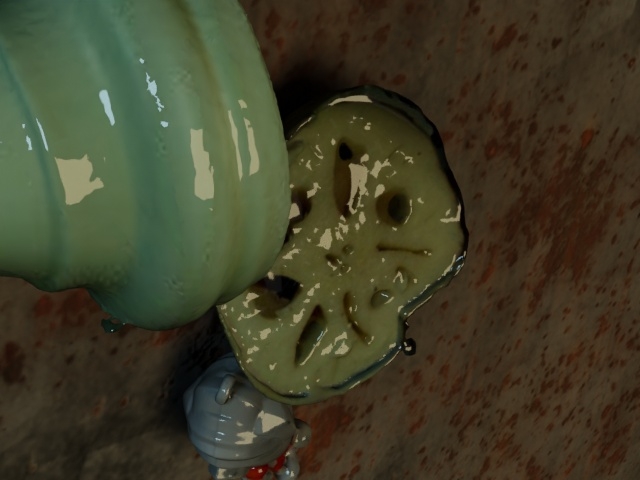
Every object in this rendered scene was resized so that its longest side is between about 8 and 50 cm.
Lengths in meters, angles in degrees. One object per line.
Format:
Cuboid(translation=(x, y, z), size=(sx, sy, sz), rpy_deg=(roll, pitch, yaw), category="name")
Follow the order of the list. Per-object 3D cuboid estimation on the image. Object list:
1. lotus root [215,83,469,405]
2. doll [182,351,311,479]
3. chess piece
Cuboid(translation=(-0.001, -0.003, 0.853), size=(0.183, 0.078, 0.203), rpy_deg=(-30, 126, -21), category="lotus root")
Cuboid(translation=(-0.045, 0.123, 0.909), size=(0.180, 0.079, 0.094), rpy_deg=(57, 49, -64), category="doll")
Cuboid(translation=(-0.183, -0.023, 0.558), size=(0.299, 0.194, 0.194), rpy_deg=(-19, 131, -28), category="chess piece")
